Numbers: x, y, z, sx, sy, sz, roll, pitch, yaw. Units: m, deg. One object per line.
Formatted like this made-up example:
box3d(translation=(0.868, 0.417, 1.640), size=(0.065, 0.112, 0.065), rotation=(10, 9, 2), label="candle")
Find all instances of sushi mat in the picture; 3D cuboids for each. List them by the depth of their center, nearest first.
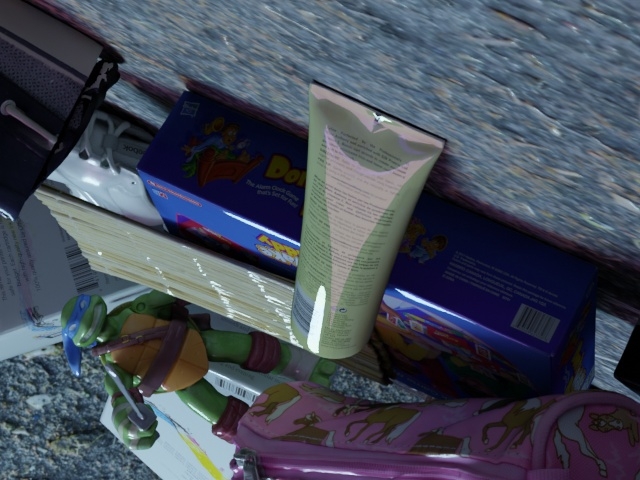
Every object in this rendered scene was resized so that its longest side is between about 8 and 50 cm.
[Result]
box3d(translation=(-0.087, 0.036, 1.422), size=(0.316, 0.019, 0.151), rotation=(20, 159, 28), label="sushi mat")

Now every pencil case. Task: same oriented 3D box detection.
box3d(translation=(0.090, 0.184, 1.309), size=(0.386, 0.167, 0.160), rotation=(-5, 116, 52), label="pencil case")

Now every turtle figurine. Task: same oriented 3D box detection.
box3d(translation=(-0.111, 0.118, 1.682), size=(0.266, 0.198, 0.275), rotation=(26, 136, -21), label="turtle figurine")

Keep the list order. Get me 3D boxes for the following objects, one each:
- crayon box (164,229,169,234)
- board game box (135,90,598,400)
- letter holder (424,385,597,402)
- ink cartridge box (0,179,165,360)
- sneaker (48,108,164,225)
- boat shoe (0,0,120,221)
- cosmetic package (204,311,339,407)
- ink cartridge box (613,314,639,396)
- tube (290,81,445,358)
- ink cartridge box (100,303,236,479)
box3d(translation=(-0.199, 0.051, 2.412), size=(0.323, 0.083, 0.203), rotation=(39, 176, 9), label="crayon box")
box3d(translation=(0.043, 0.029, 1.361), size=(0.347, 0.078, 0.233), rotation=(24, 161, 17), label="board game box")
box3d(translation=(0.254, 0.265, 2.032), size=(0.302, 0.214, 0.152), rotation=(26, 174, 4), label="letter holder")
box3d(translation=(-0.291, 0.014, 1.862), size=(0.233, 0.171, 0.168), rotation=(-18, 170, 3), label="ink cartridge box")
box3d(translation=(-0.227, -0.096, 1.648), size=(0.129, 0.111, 0.297), rotation=(-2, 160, 43), label="sneaker")
box3d(translation=(-0.328, -0.142, 1.284), size=(0.340, 0.158, 0.127), rotation=(28, 173, -16), label="boat shoe")
box3d(translation=(-0.041, 0.093, 1.900), size=(0.151, 0.183, 0.151), rotation=(26, 167, 2), label="cosmetic package")
box3d(translation=(0.377, 0.157, 1.362), size=(0.165, 0.065, 0.333), rotation=(20, 172, 43), label="ink cartridge box")
box3d(translation=(0.023, -0.009, 1.154), size=(0.070, 0.062, 0.240), rotation=(-9, 146, -14), label="tube")
box3d(translation=(-0.117, 0.168, 2.124), size=(0.197, 0.198, 0.270), rotation=(40, 144, 10), label="ink cartridge box")
